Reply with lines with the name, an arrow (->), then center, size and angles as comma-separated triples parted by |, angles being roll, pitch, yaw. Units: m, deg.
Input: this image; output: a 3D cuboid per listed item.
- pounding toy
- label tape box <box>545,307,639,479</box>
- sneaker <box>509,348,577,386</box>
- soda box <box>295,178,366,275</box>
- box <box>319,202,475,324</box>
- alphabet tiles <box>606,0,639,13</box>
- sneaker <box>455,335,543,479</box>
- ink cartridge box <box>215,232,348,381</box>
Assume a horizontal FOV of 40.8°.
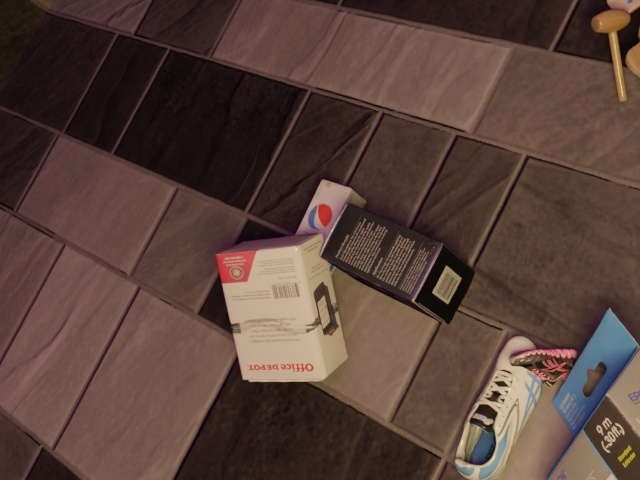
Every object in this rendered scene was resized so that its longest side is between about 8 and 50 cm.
pounding toy -> 0.570, -0.286, 1.374 | 0.154, 0.155, 0.270 | -25, 65, -13
label tape box -> 0.398, 0.296, 1.123 | 0.105, 0.241, 0.334 | -14, 51, -23
sneaker -> 0.338, 0.192, 1.296 | 0.047, 0.119, 0.057 | 163, 109, -66
soda box -> 0.000, 0.000, 1.599 | 0.074, 0.069, 0.216 | 21, 81, 35
box -> 0.130, 0.039, 1.453 | 0.207, 0.153, 0.108 | 25, 85, 37
alphabet tiles -> 0.593, -0.518, 1.486 | 0.278, 0.021, 0.284 | -37, 56, 14
sneaker -> 0.274, 0.255, 1.317 | 0.085, 0.086, 0.237 | 16, 78, 37
ink cartridge box -> -0.066, 0.118, 1.505 | 0.172, 0.100, 0.237 | -6, 101, 29
